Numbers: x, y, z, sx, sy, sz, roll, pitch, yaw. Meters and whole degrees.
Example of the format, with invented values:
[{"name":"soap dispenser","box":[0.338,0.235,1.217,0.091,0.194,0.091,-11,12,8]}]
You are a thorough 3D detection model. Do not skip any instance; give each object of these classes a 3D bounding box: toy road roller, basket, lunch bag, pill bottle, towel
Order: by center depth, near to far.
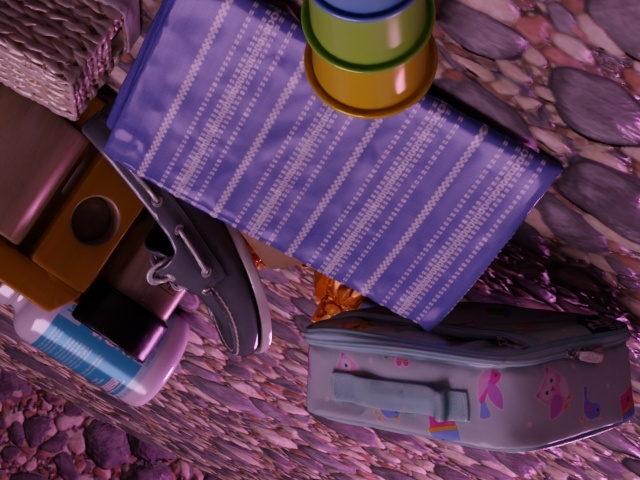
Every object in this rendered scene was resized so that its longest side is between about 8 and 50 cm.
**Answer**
[{"name":"towel","box":[-0.002,-0.072,1.403,0.336,0.040,0.243,29,139,-4]},{"name":"basket","box":[-0.250,-0.190,1.474,0.167,0.103,0.113,28,165,2]},{"name":"lunch bag","box":[0.133,0.117,1.566,0.279,0.108,0.224,3,-176,44]},{"name":"toy road roller","box":[-0.268,-0.035,1.815,0.329,0.202,0.240,38,172,-32]},{"name":"pill bottle","box":[-0.325,0.109,2.412,0.264,0.146,0.146,33,163,-16]}]

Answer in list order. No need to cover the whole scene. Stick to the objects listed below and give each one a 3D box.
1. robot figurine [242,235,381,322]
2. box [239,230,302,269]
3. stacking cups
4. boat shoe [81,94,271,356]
[{"name":"robot figurine","box":[0.000,0.000,1.656,0.211,0.085,0.291,30,164,-1]},{"name":"box","box":[-0.006,-0.050,1.467,0.201,0.021,0.164,-10,128,38]},{"name":"stacking cups","box":[0.034,-0.185,1.064,0.096,0.096,0.316,26,160,11]},{"name":"boat shoe","box":[-0.135,-0.008,1.647,0.116,0.099,0.319,40,155,53]}]
